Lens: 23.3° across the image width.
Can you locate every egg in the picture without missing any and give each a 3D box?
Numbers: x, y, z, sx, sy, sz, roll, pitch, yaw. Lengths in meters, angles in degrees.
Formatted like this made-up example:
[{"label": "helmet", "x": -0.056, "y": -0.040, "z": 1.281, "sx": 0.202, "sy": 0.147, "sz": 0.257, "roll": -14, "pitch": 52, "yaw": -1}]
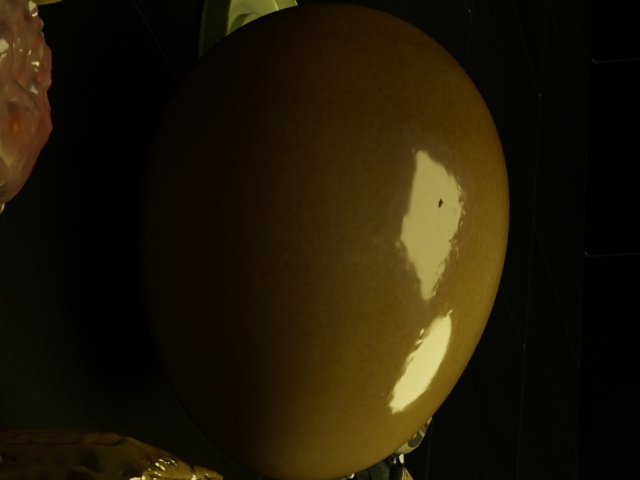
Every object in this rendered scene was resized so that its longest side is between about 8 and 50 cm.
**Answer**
[{"label": "egg", "x": 0.000, "y": 0.000, "z": 1.041, "sx": 0.250, "sy": 0.250, "sz": 0.322, "roll": 31, "pitch": 62, "yaw": -69}]

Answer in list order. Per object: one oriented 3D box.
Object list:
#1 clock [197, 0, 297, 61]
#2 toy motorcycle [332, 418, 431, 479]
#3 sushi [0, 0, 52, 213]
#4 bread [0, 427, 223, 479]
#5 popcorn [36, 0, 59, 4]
[{"label": "clock", "x": -0.045, "y": -0.121, "z": 1.282, "sx": 0.235, "sy": 0.029, "sz": 0.235, "roll": -3, "pitch": 90, "yaw": -73}, {"label": "toy motorcycle", "x": 0.037, "y": 0.163, "z": 1.396, "sx": 0.263, "sy": 0.091, "sz": 0.157, "roll": 57, "pitch": 39, "yaw": -61}, {"label": "sushi", "x": -0.178, "y": -0.053, "z": 0.638, "sx": 0.241, "sy": 0.161, "sz": 0.107, "roll": 35, "pitch": 52, "yaw": -67}, {"label": "bread", "x": -0.120, "y": 0.219, "z": 0.812, "sx": 0.253, "sy": 0.142, "sz": 0.227, "roll": 45, "pitch": 46, "yaw": -60}, {"label": "popcorn", "x": -0.168, "y": -0.212, "z": 0.674, "sx": 0.266, "sy": 0.192, "sz": 0.233, "roll": -9, "pitch": 82, "yaw": -55}]
